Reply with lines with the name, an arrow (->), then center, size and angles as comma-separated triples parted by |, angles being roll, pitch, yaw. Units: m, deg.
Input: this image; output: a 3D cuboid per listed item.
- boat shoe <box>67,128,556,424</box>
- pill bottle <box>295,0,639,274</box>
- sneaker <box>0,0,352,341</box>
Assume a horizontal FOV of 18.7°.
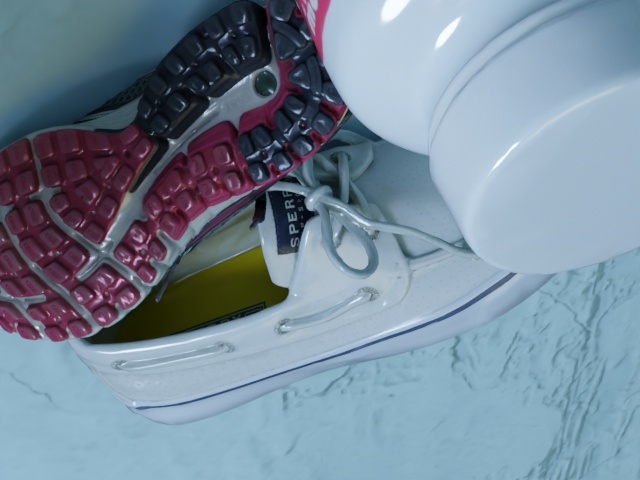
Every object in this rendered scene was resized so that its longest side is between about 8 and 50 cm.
boat shoe -> -0.003, -0.007, 1.225 | 0.367, 0.135, 0.156 | -22, 148, 15
pill bottle -> 0.065, -0.148, 0.850 | 0.176, 0.318, 0.176 | -17, 147, -11
sneaker -> -0.086, -0.038, 1.126 | 0.299, 0.121, 0.112 | -29, 180, 24
